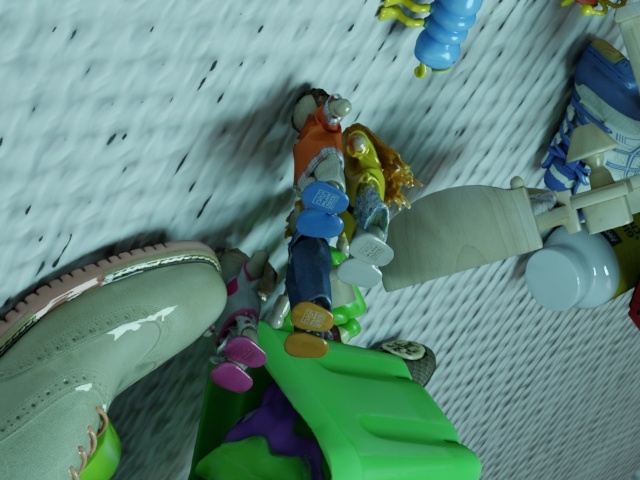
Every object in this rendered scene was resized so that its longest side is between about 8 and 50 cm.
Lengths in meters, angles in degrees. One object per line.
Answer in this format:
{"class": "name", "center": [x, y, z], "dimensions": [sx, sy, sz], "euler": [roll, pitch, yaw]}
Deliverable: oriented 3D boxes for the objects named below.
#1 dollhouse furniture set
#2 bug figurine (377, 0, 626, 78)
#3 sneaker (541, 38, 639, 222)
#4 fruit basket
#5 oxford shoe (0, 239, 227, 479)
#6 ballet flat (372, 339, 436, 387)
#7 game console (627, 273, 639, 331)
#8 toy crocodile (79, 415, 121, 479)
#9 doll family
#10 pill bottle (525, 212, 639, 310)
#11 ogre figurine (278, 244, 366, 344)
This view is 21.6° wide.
{"class": "dollhouse furniture set", "center": [0.165, -0.077, 1.486], "dimensions": [0.356, 0.173, 0.303], "euler": [-17, 179, 18]}
{"class": "bug figurine", "center": [0.178, -0.235, 1.313], "dimensions": [0.279, 0.072, 0.216], "euler": [-27, 151, -37]}
{"class": "sneaker", "center": [0.286, -0.094, 1.697], "dimensions": [0.131, 0.112, 0.296], "euler": [-39, 155, -1]}
{"class": "fruit basket", "center": [-0.081, 0.276, 1.383], "dimensions": [0.392, 0.283, 0.392], "euler": [-13, 125, -19]}
{"class": "oxford shoe", "center": [-0.205, 0.146, 1.209], "dimensions": [0.397, 0.146, 0.140], "euler": [-36, 154, -23]}
{"class": "ballet flat", "center": [0.024, 0.154, 1.739], "dimensions": [0.250, 0.084, 0.058], "euler": [-25, 115, -34]}
{"class": "game console", "center": [0.492, -0.030, 1.888], "dimensions": [0.342, 0.060, 0.386], "euler": [-39, 168, -2]}
{"class": "toy crocodile", "center": [-0.293, 0.251, 1.326], "dimensions": [0.340, 0.105, 0.115], "euler": [-41, 158, 3]}
{"class": "doll family", "center": [0.000, 0.000, 1.312], "dimensions": [0.118, 0.163, 0.263], "euler": [18, 126, -17]}
{"class": "pill bottle", "center": [0.323, 0.020, 1.965], "dimensions": [0.184, 0.103, 0.103], "euler": [-23, 149, -44]}
{"class": "ogre figurine", "center": [-0.012, 0.097, 1.535], "dimensions": [0.118, 0.097, 0.197], "euler": [-47, 172, -27]}
